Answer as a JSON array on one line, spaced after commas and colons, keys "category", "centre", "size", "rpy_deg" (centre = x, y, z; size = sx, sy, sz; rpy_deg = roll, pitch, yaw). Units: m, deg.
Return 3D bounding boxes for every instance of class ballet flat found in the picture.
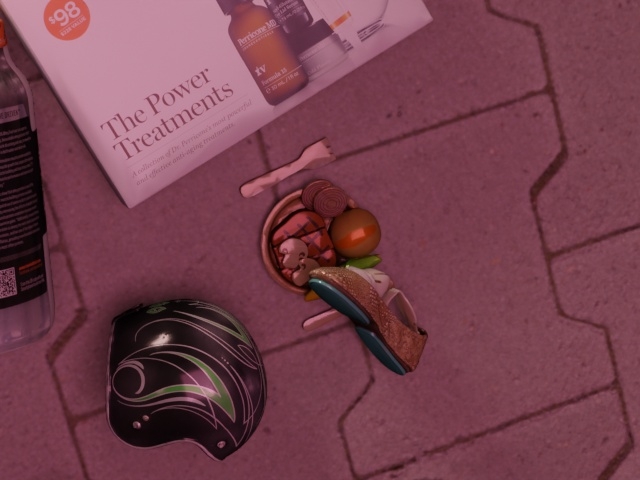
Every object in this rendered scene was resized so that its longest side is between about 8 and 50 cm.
[{"category": "ballet flat", "centre": [0.056, 0.070, 1.776], "size": [0.067, 0.073, 0.206], "rpy_deg": [-55, 138, -14]}]

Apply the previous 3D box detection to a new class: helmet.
[{"category": "helmet", "centre": [-0.136, 0.146, 1.708], "size": [0.162, 0.169, 0.169], "rpy_deg": [1, 101, 1]}]

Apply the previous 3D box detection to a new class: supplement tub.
[{"category": "supplement tub", "centre": [-0.367, -0.052, 1.589], "size": [0.194, 0.193, 0.316], "rpy_deg": [-6, 103, -14]}]

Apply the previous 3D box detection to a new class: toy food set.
[{"category": "toy food set", "centre": [0.000, 0.000, 1.781], "size": [0.132, 0.038, 0.192], "rpy_deg": [-28, 107, -8]}]

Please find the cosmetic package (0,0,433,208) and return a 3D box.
[{"category": "cosmetic package", "centre": [-0.115, -0.252, 1.672], "size": [0.377, 0.097, 0.284], "rpy_deg": [-33, 105, -7]}]
